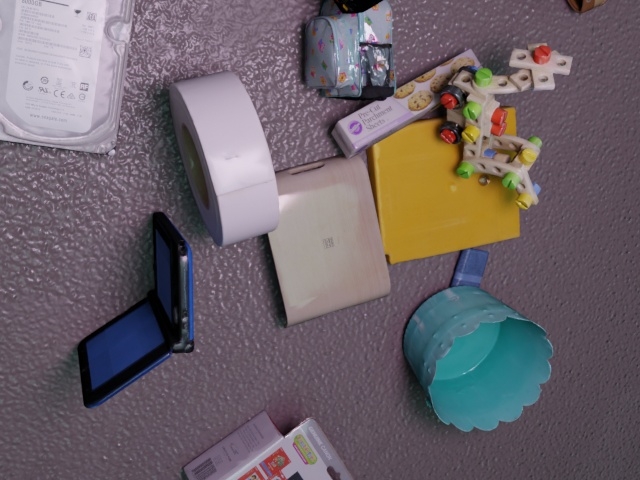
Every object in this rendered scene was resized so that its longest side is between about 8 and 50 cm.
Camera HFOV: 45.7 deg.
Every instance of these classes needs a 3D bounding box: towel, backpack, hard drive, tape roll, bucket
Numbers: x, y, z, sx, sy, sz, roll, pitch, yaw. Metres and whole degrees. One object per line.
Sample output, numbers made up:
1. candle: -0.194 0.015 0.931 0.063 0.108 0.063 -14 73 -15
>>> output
1. towel: 0.319 0.073 1.642 0.067 0.029 0.119 12 100 -24
2. backpack: 0.052 -0.350 1.361 0.145 0.166 0.188 2 99 -26
3. hard drive: -0.435 -0.321 1.243 0.237 0.064 0.338 7 100 -22
4. tape roll: -0.164 -0.135 1.269 0.100 0.286 0.286 -17 109 -16
5. bucket: 0.318 0.239 1.584 0.281 0.183 0.281 -7 114 -16

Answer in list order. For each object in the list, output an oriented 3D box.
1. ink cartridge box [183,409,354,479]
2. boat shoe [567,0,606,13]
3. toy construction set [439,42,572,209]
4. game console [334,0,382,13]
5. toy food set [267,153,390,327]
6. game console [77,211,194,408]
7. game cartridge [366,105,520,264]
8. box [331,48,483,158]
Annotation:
1. ink cartridge box: -0.077 0.520 1.554 0.272 0.130 0.309 -33 113 -12
2. boat shoe: 0.488 -0.594 1.488 0.120 0.122 0.324 -39 113 -4
3. toy construction set: 0.336 -0.219 1.404 0.151 0.215 0.327 -44 152 -34
4. game console: 0.039 -0.572 1.284 0.213 0.044 0.361 -32 86 -8
5. toy food set: 0.000 0.000 1.483 0.220 0.092 0.305 -16 100 -15
6. game console: -0.319 0.101 1.267 0.174 0.293 0.250 -4 104 -20
7. game cartridge: 0.257 -0.115 1.565 0.324 0.053 0.285 -11 107 -15
8. box: 0.173 -0.264 1.456 0.324 0.063 0.067 -30 85 -17
